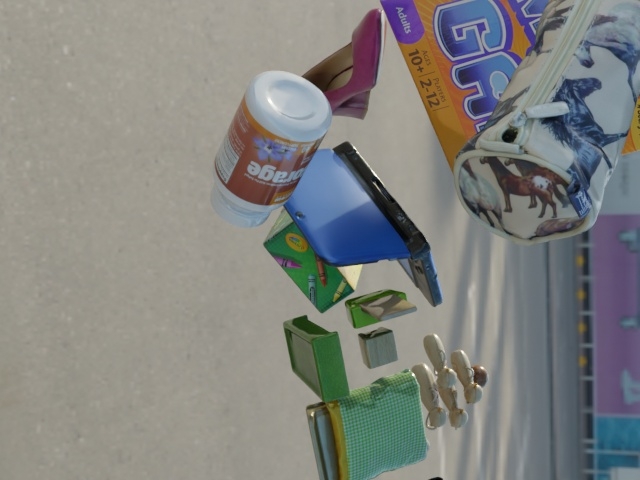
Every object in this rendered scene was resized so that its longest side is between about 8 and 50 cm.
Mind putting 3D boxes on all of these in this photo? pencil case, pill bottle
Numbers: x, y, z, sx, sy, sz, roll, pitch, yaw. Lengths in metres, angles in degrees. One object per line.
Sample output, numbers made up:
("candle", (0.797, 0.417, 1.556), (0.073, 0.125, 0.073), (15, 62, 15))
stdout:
("pencil case", (0.295, -0.199, 1.144), (0.410, 0.160, 0.183), (-61, 160, -21))
("pill bottle", (-0.076, -0.117, 1.392), (0.216, 0.121, 0.121), (121, -12, -45))

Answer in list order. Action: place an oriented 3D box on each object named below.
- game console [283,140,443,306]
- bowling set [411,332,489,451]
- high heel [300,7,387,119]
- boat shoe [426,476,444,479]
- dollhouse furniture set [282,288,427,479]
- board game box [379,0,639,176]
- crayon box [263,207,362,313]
("game console", (0.048, -0.017, 1.686), (0.293, 0.173, 0.250), (57, -7, 40))
("bowling set", (0.295, 0.330, 2.199), (0.287, 0.200, 0.154), (104, -25, -46))
("high heel", (0.031, -0.366, 2.126), (0.377, 0.181, 0.127), (106, -6, -61))
("boat shoe", (0.184, 0.490, 1.943), (0.133, 0.049, 0.042), (-16, 108, -31))
("dollhouse furniture set", (0.081, 0.248, 1.545), (0.151, 0.198, 0.301), (-158, -125, -68))
("board game box", (0.353, -0.344, 1.630), (0.356, 0.357, 0.356), (63, 28, -24))
("crayon box", (0.000, 0.000, 1.874), (0.165, 0.081, 0.278), (50, 19, -11))
